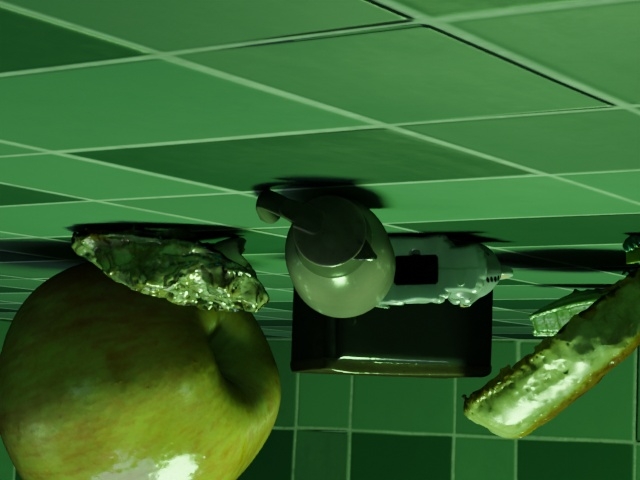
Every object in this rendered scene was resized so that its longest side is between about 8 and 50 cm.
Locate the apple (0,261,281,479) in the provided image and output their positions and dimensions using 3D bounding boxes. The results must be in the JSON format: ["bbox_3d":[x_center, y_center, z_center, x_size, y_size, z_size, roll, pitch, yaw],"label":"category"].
[{"bbox_3d":[-0.245,0.201,2.208,0.346,0.391,0.391,-17,166,24],"label":"apple"}]

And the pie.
[{"bbox_3d":[0.318,0.140,2.054,0.315,0.092,0.315,-39,174,-5],"label":"pie"}]

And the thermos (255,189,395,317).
[{"bbox_3d":[0.000,0.000,1.526,0.137,0.105,0.193,33,175,10],"label":"thermos"}]

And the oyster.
[{"bbox_3d":[-0.172,0.032,1.902,0.260,0.092,0.198,3,171,21],"label":"oyster"}]

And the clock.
[{"bbox_3d":[0.122,0.037,1.866,0.176,0.080,0.117,-3,173,25],"label":"clock"}]

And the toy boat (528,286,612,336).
[{"bbox_3d":[0.456,0.108,2.407,0.293,0.055,0.093,0,138,20],"label":"toy boat"}]

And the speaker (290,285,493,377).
[{"bbox_3d":[0.094,0.100,2.124,0.231,0.153,0.192,3,173,-16],"label":"speaker"}]

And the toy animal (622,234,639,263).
[{"bbox_3d":[0.377,0.031,1.767,0.103,0.100,0.208,41,-171,17],"label":"toy animal"}]
